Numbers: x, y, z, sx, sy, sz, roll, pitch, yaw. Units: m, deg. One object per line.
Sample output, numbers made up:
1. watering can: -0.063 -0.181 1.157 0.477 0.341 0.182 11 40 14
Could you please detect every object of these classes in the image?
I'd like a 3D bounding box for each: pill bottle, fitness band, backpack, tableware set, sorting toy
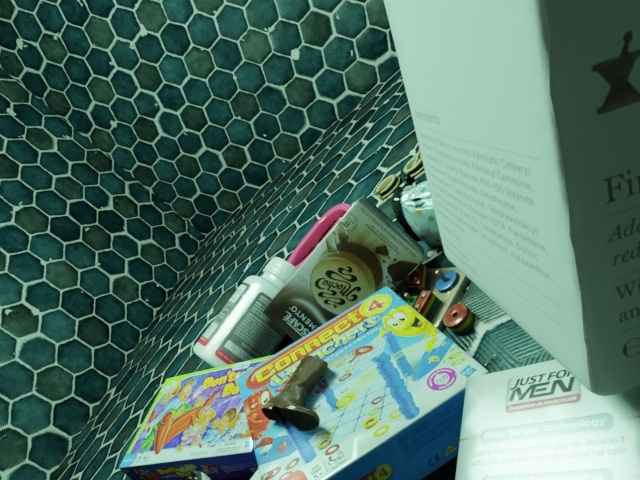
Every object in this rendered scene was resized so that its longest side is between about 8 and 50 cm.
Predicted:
1. pill bottle: -0.165 0.204 1.271 0.319 0.176 0.176 -54 19 -17
2. fitness band: 0.000 0.000 1.511 0.291 0.054 0.209 -50 18 -9
3. backpack: 0.245 -0.058 0.967 0.181 0.152 0.115 -8 47 45
4. tableware set: 0.228 -0.190 1.403 0.194 0.039 0.128 -37 21 30
5. sorting toy: 0.187 0.096 0.904 0.132 0.046 0.274 -55 19 -21

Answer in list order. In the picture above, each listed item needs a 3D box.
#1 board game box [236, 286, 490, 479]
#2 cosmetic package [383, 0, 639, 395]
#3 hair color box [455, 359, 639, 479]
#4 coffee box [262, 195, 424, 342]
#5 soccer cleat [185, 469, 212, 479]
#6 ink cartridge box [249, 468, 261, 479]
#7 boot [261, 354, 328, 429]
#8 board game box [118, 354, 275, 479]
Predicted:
1. board game box: 0.047 0.226 0.711 0.308 0.086 0.302 -31 22 -8
2. cosmetic package: 0.284 -0.147 0.465 0.329 0.394 0.327 -19 20 -1
3. hair color box: 0.204 0.279 0.388 0.185 0.113 0.375 -30 26 42
4. coffee box: 0.047 0.079 0.981 0.297 0.168 0.119 -50 -3 15
5. soccer cleat: -0.166 0.473 0.771 0.109 0.116 0.318 -55 13 -13
6. ink cartridge box: -0.057 0.415 0.717 0.140 0.082 0.191 -56 14 18
7. boot: -0.014 0.202 0.676 0.106 0.037 0.114 -4 27 42
8. board game box: -0.233 0.386 1.054 0.346 0.078 0.233 -18 30 24
